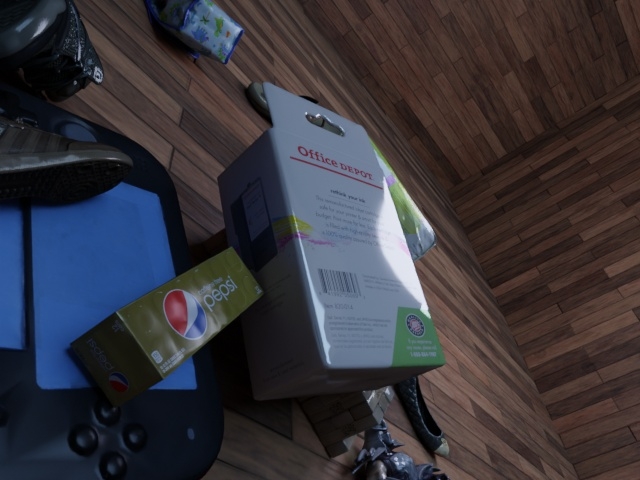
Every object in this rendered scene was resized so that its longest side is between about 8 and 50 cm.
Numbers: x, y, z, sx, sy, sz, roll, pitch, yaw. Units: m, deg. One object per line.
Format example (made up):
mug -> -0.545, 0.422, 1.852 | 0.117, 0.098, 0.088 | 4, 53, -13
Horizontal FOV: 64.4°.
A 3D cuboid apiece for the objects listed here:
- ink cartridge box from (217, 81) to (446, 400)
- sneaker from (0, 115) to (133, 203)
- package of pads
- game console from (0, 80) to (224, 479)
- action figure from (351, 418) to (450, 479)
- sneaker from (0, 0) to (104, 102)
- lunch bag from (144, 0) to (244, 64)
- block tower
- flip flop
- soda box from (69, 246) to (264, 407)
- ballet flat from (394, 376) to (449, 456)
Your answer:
ink cartridge box -> 0.000, 0.000, 0.626 | 0.207, 0.119, 0.353 | 12, 55, -43
sneaker -> -0.235, -0.072, 0.405 | 0.071, 0.066, 0.188 | 57, 25, 7
package of pads -> 0.099, -0.080, 1.099 | 0.296, 0.101, 0.229 | 55, -16, -6
game console -> -0.240, 0.017, 0.414 | 0.342, 0.060, 0.386 | 28, 35, -53
action figure -> 0.134, 0.372, 0.691 | 0.185, 0.099, 0.284 | 13, 45, -55
sneaker -> -0.274, -0.190, 0.510 | 0.227, 0.087, 0.130 | -118, -168, -52
lunch bag -> -0.246, -0.411, 0.961 | 0.151, 0.096, 0.129 | 35, 7, 33
block tower -> -0.023, 0.117, 0.703 | 0.335, 0.097, 0.091 | 59, 22, 2
flip flop -> -0.047, -0.311, 1.211 | 0.277, 0.080, 0.112 | 23, 31, -35
soda box -> -0.122, 0.065, 0.449 | 0.061, 0.058, 0.181 | 56, 22, -2
ballet flat -> 0.195, 0.323, 0.954 | 0.173, 0.049, 0.057 | 62, 22, 11
